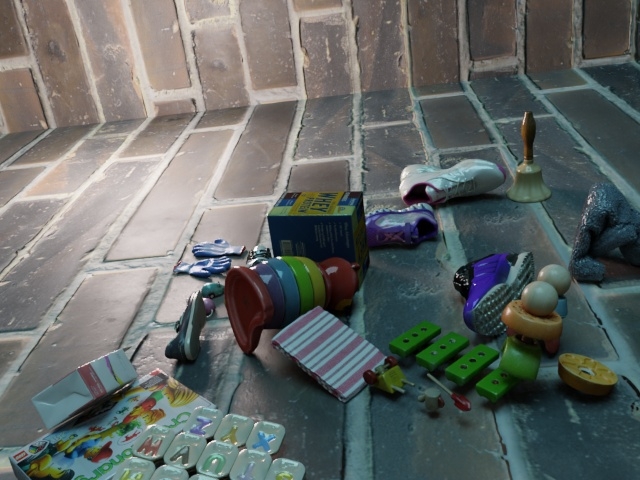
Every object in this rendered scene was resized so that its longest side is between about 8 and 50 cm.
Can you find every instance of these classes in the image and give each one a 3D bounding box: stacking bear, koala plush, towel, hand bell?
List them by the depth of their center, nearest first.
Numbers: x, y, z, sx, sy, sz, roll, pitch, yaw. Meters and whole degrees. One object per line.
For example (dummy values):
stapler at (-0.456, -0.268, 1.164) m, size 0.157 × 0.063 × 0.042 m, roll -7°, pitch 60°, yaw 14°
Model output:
towel at (0.019, 0.216, 1.354) m, size 0.197 × 0.029 × 0.144 m, roll 35°, pitch 45°, yaw 25°
stacking bear at (-0.044, 0.109, 1.506) m, size 0.288 × 0.175 × 0.164 m, roll -10°, pitch 56°, yaw -32°
koala plush at (0.680, -0.013, 1.532) m, size 0.221 × 0.204 × 0.196 m, roll 15°, pitch 32°, yaw 18°
hand bell at (0.579, -0.240, 1.944) m, size 0.126 × 0.242 × 0.126 m, roll -6°, pitch 26°, yaw 3°

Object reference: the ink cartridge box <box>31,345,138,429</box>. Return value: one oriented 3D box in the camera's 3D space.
ink cartridge box at (-0.420, 0.266, 1.296) m, size 0.115 × 0.067 × 0.198 m, roll -34°, pitch -4°, yaw 13°

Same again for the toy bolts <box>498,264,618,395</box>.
toy bolts at (0.427, 0.143, 1.243) m, size 0.218 × 0.159 × 0.228 m, roll 16°, pitch 19°, yaw 8°

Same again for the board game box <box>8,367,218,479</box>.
board game box at (-0.351, 0.348, 1.215) m, size 0.192 × 0.053 × 0.305 m, roll 18°, pitch 36°, yaw 42°

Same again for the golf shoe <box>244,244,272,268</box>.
golf shoe at (-0.147, 0.052, 1.626) m, size 0.077 × 0.094 × 0.198 m, roll -3°, pitch -13°, yaw -8°

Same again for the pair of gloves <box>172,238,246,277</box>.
pair of gloves at (-0.292, 0.043, 1.871) m, size 0.159 × 0.023 × 0.198 m, roll 1°, pitch 28°, yaw 18°

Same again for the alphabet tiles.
alphabet tiles at (-0.173, 0.370, 1.089) m, size 0.283 × 0.021 × 0.278 m, roll 10°, pitch 34°, yaw 13°

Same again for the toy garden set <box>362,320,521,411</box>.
toy garden set at (0.219, 0.246, 1.269) m, size 0.203 × 0.049 × 0.244 m, roll -25°, pitch 31°, yaw -35°

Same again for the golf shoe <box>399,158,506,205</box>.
golf shoe at (0.372, -0.152, 2.003) m, size 0.306 × 0.115 × 0.140 m, roll -4°, pitch 35°, yaw 22°

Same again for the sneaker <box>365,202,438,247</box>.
sneaker at (0.201, -0.027, 1.797) m, size 0.236 × 0.095 × 0.105 m, roll -14°, pitch 34°, yaw -14°

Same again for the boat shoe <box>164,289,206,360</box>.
boat shoe at (-0.293, 0.180, 1.518) m, size 0.064 × 0.075 × 0.206 m, roll -10°, pitch 34°, yaw 6°

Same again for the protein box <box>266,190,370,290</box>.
protein box at (0.000, 0.000, 1.665) m, size 0.201 × 0.200 × 0.136 m, roll 0°, pitch 27°, yaw 15°

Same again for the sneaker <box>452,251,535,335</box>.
sneaker at (0.338, 0.107, 1.474) m, size 0.146 × 0.102 × 0.293 m, roll 5°, pitch 23°, yaw 35°

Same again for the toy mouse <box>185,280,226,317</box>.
toy mouse at (-0.261, 0.132, 1.662) m, size 0.143 × 0.031 × 0.161 m, roll 3°, pitch 28°, yaw 22°
